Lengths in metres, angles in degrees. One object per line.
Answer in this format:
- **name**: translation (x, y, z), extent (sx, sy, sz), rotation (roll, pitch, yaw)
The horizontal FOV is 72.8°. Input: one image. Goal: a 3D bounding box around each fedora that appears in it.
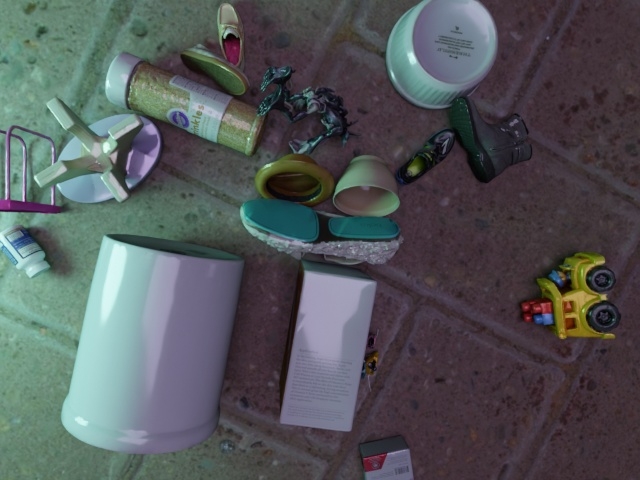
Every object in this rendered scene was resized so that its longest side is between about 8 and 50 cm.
- **fedora**: translation (-0.062, -0.156, 1.064), extent (0.194, 0.194, 0.079), rotation (4, 57, -6)

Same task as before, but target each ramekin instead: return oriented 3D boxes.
- **ramekin**: translation (0.306, -0.473, 1.070), extent (0.272, 0.127, 0.273), rotation (0, 94, -6)

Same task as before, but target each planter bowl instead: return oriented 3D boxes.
- **planter bowl**: translation (0.116, -0.140, 1.074), extent (0.161, 0.162, 0.109), rotation (9, 66, -6)

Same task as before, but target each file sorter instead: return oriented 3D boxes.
- **file sorter**: translation (-0.771, -0.157, 0.953), extent (0.290, 0.202, 0.183), rotation (1, 91, -6)

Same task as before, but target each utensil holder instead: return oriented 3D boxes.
- **utensil holder**: translation (-0.353, 0.201, 0.959), extent (0.327, 0.327, 0.386), rotation (11, 92, -6)

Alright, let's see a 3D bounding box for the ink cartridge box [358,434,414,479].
- **ink cartridge box**: translation (0.181, 0.636, 1.168), extent (0.127, 0.072, 0.175), rotation (-9, 95, -5)

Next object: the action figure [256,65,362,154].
- **action figure**: translation (-0.027, -0.304, 1.045), extent (0.275, 0.140, 0.164), rotation (18, 61, -43)

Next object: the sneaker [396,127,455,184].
- **sneaker**: translation (0.277, -0.211, 1.111), extent (0.188, 0.078, 0.067), rotation (-42, 97, -2)

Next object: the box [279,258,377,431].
- **box**: translation (0.008, 0.237, 1.049), extent (0.168, 0.215, 0.346), rotation (10, 93, -6)

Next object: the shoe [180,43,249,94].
- **shoe**: translation (-0.239, -0.408, 1.016), extent (0.219, 0.077, 0.058), rotation (33, 66, 24)

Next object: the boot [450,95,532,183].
- **boot**: translation (0.443, -0.285, 1.118), extent (0.161, 0.083, 0.247), rotation (-33, 113, -6)

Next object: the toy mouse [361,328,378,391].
- **toy mouse**: translation (0.111, 0.293, 1.120), extent (0.031, 0.143, 0.161), rotation (5, 66, 32)

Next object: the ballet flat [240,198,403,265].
- **ballet flat**: translation (0.000, 0.000, 1.078), extent (0.408, 0.147, 0.147), rotation (9, 93, -6)

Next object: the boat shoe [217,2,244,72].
- **boat shoe**: translation (-0.214, -0.493, 1.050), extent (0.062, 0.059, 0.170), rotation (-10, 96, -5)

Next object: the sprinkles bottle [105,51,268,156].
- **sprinkles bottle**: translation (-0.306, -0.317, 1.024), extent (0.355, 0.121, 0.121), rotation (20, 92, -7)

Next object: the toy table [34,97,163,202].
- **toy table**: translation (-0.504, -0.193, 0.995), extent (0.252, 0.161, 0.274), rotation (44, 88, -7)

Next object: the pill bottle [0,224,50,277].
- **pill bottle**: translation (-0.707, 0.028, 1.037), extent (0.067, 0.067, 0.120), rotation (-35, 97, -2)

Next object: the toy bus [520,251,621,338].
- **toy bus**: translation (0.647, 0.150, 1.156), extent (0.211, 0.149, 0.221), rotation (-7, 93, 11)
